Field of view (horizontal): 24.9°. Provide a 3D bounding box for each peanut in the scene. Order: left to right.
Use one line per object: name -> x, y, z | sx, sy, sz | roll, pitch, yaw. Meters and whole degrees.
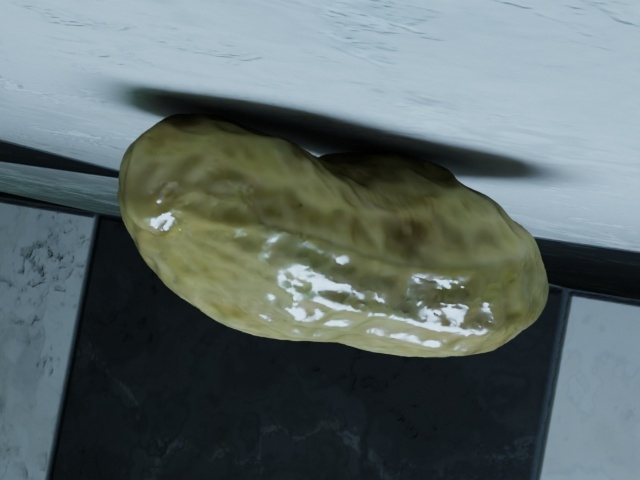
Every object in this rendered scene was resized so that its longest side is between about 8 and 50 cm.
peanut -> 0.000, 0.000, 0.760 | 0.233, 0.110, 0.197 | 9, 178, -26
